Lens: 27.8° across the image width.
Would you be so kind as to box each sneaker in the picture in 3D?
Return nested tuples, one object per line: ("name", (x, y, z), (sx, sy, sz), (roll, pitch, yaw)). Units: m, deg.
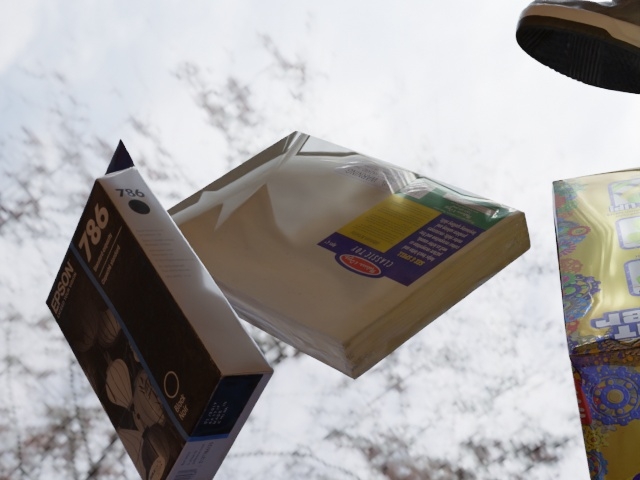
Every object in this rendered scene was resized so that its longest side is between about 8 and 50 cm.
("sneaker", (0.346, -0.243, 1.276), (0.295, 0.124, 0.178), (12, -107, -5))

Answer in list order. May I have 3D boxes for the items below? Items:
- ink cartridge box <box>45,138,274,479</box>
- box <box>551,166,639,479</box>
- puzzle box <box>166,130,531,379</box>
("ink cartridge box", (-0.173, 0.065, 1.210), (0.333, 0.065, 0.165), (53, -52, 37))
("box", (0.275, 0.125, 0.909), (0.177, 0.290, 0.279), (-9, -158, 11))
("puzzle box", (0.000, 0.000, 1.472), (0.272, 0.052, 0.409), (-33, -145, -26))
